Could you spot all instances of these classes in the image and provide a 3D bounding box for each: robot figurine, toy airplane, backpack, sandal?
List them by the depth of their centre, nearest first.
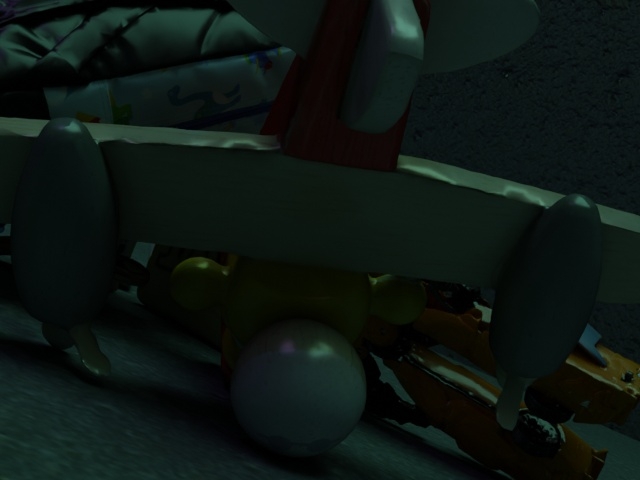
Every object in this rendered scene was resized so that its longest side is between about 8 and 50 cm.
[{"bbox_3d":[0.000,0.000,0.589,0.386,0.272,0.384,-15,-35,27],"label":"toy airplane"},{"bbox_3d":[-0.157,-0.171,0.806,0.290,0.355,0.273,49,-25,36],"label":"backpack"},{"bbox_3d":[0.134,0.106,0.814,0.291,0.211,0.085,31,36,24],"label":"robot figurine"},{"bbox_3d":[-0.238,0.028,0.851,0.180,0.049,0.072,9,0,24],"label":"sandal"}]

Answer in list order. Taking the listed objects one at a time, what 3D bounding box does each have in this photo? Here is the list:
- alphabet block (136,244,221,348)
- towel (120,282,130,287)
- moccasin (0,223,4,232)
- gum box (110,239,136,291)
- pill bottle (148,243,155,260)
[{"bbox_3d":[-0.049,0.028,0.985,0.197,0.193,0.192,21,-3,42],"label":"alphabet block"},{"bbox_3d":[-0.276,0.026,1.104,0.110,0.027,0.148,24,-2,-14],"label":"towel"},{"bbox_3d":[-0.463,-0.104,0.895,0.342,0.117,0.137,23,-1,-35],"label":"moccasin"},{"bbox_3d":[-0.221,-0.042,0.952,0.062,0.188,0.107,23,0,3],"label":"gum box"},{"bbox_3d":[-0.129,0.036,1.263,0.124,0.124,0.221,22,0,29],"label":"pill bottle"}]
